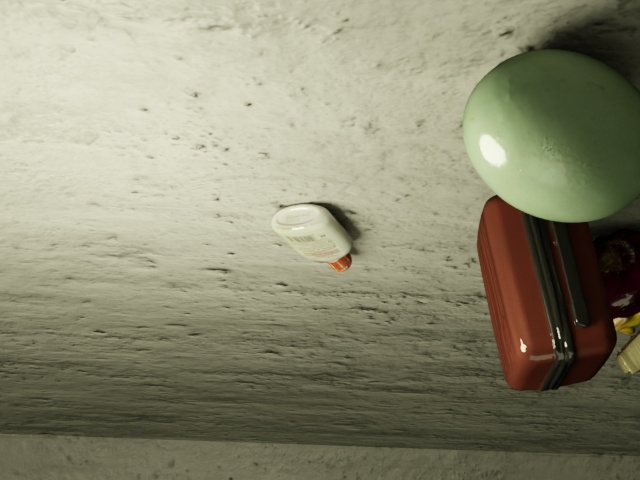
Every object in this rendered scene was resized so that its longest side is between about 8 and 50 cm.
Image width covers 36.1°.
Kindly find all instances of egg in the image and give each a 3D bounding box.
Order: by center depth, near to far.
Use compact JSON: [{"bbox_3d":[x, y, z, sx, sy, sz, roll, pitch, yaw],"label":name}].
[{"bbox_3d":[0.295,-0.126,1.200,0.283,0.203,0.203,12,156,-37],"label":"egg"}]

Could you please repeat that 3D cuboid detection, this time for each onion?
[{"bbox_3d":[0.539,0.080,1.732,0.173,0.135,0.198,-34,135,25],"label":"onion"}]

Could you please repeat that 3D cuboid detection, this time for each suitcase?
[{"bbox_3d":[0.354,0.078,1.574,0.161,0.297,0.236,-8,157,2],"label":"suitcase"}]

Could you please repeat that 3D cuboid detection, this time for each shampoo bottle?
[{"bbox_3d":[0.000,0.000,1.717,0.108,0.051,0.221,-8,156,20],"label":"shampoo bottle"}]

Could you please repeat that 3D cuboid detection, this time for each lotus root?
[{"bbox_3d":[0.725,0.199,2.060,0.170,0.074,0.260,-30,161,-7],"label":"lotus root"}]

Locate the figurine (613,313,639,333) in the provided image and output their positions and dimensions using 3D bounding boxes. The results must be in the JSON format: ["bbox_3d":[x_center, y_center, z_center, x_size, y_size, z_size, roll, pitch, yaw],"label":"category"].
[{"bbox_3d":[0.536,0.173,2.036,0.246,0.131,0.156,-8,-168,0],"label":"figurine"}]
